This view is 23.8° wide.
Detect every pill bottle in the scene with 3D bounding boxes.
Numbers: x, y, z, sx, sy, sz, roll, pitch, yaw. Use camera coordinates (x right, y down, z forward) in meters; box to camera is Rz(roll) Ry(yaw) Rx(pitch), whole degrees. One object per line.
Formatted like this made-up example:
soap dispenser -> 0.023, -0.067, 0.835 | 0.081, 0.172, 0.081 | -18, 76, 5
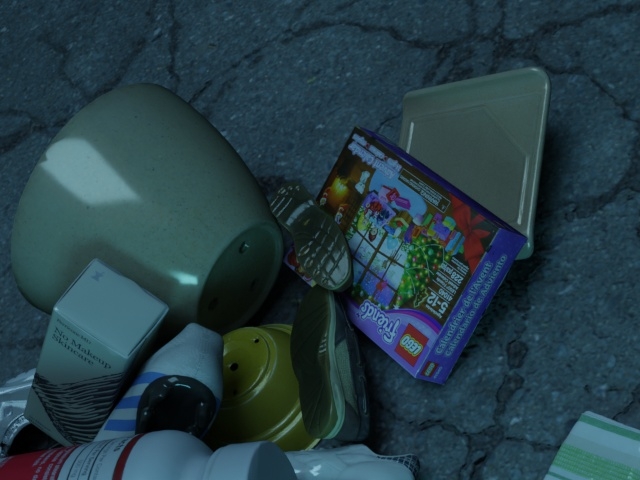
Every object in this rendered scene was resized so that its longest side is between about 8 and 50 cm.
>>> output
pill bottle -> -0.230, 0.331, 1.649 | 0.407, 0.229, 0.229 | -11, 50, 19

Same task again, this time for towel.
towel -> 0.286, 0.259, 1.586 | 0.113, 0.023, 0.152 | 17, 69, 43

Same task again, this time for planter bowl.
planter bowl -> -0.086, 0.172, 1.845 | 0.217, 0.090, 0.217 | -18, 47, 21

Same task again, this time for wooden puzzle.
wooden puzzle -> 0.181, -0.082, 1.865 | 0.221, 0.044, 0.239 | -8, 68, 40

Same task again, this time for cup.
cup -> -0.188, 0.000, 1.918 | 0.237, 0.331, 0.331 | 30, 75, 27

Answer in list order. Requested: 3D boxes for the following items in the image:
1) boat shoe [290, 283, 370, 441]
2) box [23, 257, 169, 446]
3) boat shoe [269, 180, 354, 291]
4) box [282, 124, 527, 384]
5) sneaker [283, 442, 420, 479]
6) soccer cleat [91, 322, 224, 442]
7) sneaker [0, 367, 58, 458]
boat shoe -> 0.016, 0.146, 1.777 | 0.080, 0.073, 0.223 | -47, 31, 32
box -> -0.275, 0.149, 1.836 | 0.113, 0.275, 0.094 | 32, 53, 6
boat shoe -> 0.000, 0.000, 1.843 | 0.064, 0.060, 0.178 | -38, 48, 6
box -> 0.093, 0.012, 1.828 | 0.293, 0.057, 0.201 | 39, 106, 45
sneaker -> 0.002, 0.273, 1.725 | 0.235, 0.090, 0.095 | 4, 40, 35
soccer cleat -> -0.201, 0.232, 1.805 | 0.331, 0.116, 0.143 | -52, 15, 35
sneaker -> -0.432, 0.256, 1.991 | 0.281, 0.105, 0.115 | -26, 45, 13
